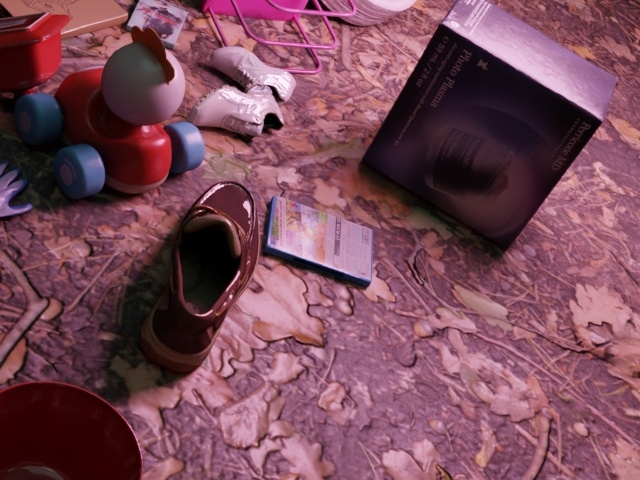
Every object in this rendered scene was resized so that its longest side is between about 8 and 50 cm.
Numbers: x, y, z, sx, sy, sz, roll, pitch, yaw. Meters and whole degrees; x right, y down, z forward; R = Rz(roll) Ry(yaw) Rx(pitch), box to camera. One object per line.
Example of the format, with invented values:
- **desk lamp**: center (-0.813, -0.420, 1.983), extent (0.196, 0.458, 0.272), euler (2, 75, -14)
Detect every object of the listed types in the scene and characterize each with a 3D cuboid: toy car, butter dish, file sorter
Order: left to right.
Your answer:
- **butter dish**: center (-0.434, -0.251, 1.530), extent (0.160, 0.118, 0.160), euler (-7, 24, 6)
- **toy car**: center (-0.265, -0.208, 1.484), extent (0.219, 0.238, 0.210), euler (-18, 58, -43)
- **file sorter**: center (-0.043, -0.447, 1.844), extent (0.202, 0.291, 0.182), euler (-2, 52, -33)

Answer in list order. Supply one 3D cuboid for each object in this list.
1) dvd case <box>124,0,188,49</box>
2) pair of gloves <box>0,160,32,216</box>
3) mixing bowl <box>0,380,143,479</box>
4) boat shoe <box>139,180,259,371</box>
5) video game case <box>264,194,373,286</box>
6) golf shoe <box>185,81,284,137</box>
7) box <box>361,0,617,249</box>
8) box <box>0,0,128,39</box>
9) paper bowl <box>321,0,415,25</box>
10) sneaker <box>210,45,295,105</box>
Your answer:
- **dvd case**: center (-0.278, -0.377, 1.839), extent (0.087, 0.013, 0.119), euler (22, 39, -10)
- **pair of gloves**: center (-0.459, -0.091, 1.371), extent (0.198, 0.023, 0.159), euler (39, 31, -9)
- **mixing bowl**: center (-0.282, 0.244, 1.097), extent (0.181, 0.098, 0.181), euler (17, 41, -16)
- **boat shoe**: center (-0.139, 0.015, 1.412), extent (0.123, 0.123, 0.342), euler (26, 39, -5)
- **video game case**: center (0.000, 0.000, 1.603), extent (0.166, 0.015, 0.119), euler (20, 41, -13)
- **golf shoe**: center (-0.128, -0.198, 1.700), extent (0.176, 0.069, 0.086), euler (-19, 65, -42)
- **box**: center (0.274, -0.197, 1.761), extent (0.294, 0.296, 0.183), euler (31, 38, 2)
- **box**: center (-0.437, -0.390, 1.748), extent (0.164, 0.021, 0.201), euler (43, 40, 15)
- **paper bowl**: center (0.097, -0.572, 2.081), extent (0.284, 0.148, 0.284), euler (17, 65, -40)
- **sneaker**: center (-0.114, -0.275, 1.799), extent (0.152, 0.054, 0.061), euler (23, 42, -10)
